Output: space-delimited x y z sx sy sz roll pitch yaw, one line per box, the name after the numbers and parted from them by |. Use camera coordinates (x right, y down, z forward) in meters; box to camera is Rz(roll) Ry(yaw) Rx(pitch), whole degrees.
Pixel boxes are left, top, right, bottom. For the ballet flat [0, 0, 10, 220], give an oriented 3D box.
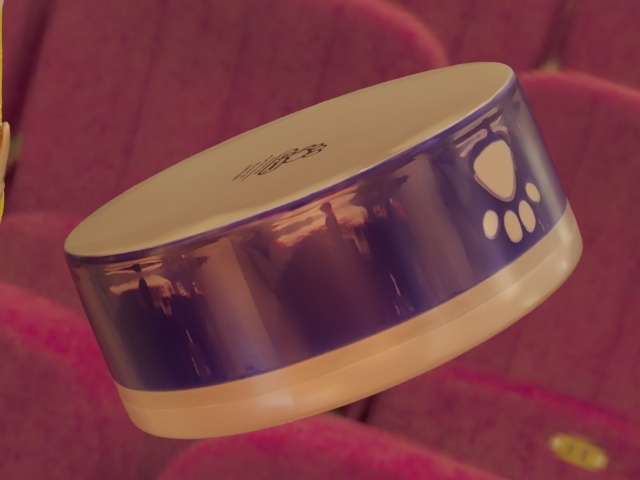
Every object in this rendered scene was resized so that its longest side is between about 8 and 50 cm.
-0.179 -0.069 0.850 0.077 0.231 0.077 10 -15 -44 | ballet flat

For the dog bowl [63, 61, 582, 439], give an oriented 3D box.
0.000 0.000 0.971 0.264 0.104 0.265 -21 13 5 | dog bowl
